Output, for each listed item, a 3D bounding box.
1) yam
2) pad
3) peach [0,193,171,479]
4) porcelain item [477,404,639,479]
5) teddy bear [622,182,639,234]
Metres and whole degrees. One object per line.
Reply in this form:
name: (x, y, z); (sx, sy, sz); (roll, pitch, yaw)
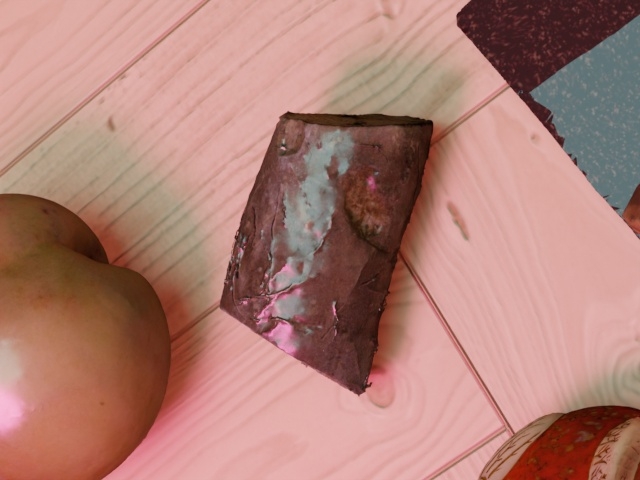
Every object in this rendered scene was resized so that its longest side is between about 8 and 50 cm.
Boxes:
yam: (0.000, 0.000, 1.602); (0.154, 0.154, 0.254); (19, 99, 26)
pad: (0.286, -0.146, 1.534); (0.220, 0.004, 0.330); (-43, 72, 19)
peach: (-0.289, 0.109, 1.684); (0.292, 0.247, 0.292); (-1, 81, 5)
porcelain item: (0.211, 0.256, 1.443); (0.253, 0.253, 0.253); (0, 89, 27)
teddy bear: (0.406, 0.004, 1.404); (0.246, 0.222, 0.296); (-59, 26, 21)
